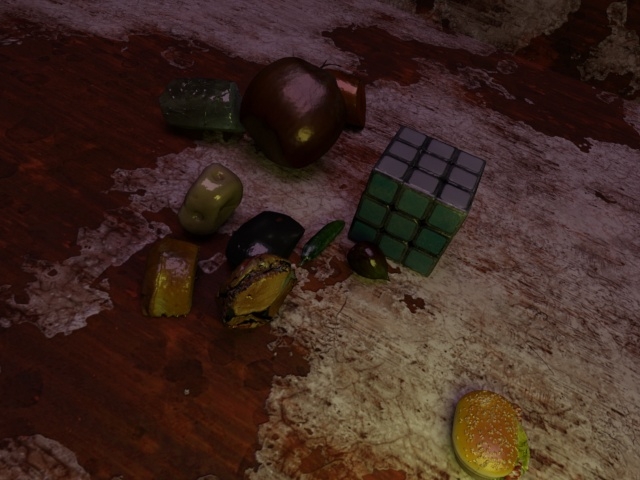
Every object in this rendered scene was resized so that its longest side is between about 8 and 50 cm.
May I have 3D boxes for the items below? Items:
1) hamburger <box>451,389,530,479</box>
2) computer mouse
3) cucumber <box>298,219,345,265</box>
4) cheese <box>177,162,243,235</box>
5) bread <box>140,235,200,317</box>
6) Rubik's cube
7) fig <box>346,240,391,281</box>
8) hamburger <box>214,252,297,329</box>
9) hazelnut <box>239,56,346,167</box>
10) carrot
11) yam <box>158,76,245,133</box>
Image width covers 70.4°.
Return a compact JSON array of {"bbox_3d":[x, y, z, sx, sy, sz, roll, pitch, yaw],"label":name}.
[{"bbox_3d":[0.393,0.452,1.055,0.173,0.116,0.210,20,46,8],"label":"hamburger"},{"bbox_3d":[-0.162,-0.008,1.354,0.168,0.087,0.295,23,44,11],"label":"computer mouse"},{"bbox_3d":[0.000,0.000,1.412,0.056,0.056,0.250,32,46,15],"label":"cucumber"},{"bbox_3d":[-0.321,-0.113,1.337,0.117,0.235,0.218,33,88,4],"label":"cheese"},{"bbox_3d":[-0.386,0.078,1.192,0.143,0.139,0.229,10,47,-17],"label":"bread"},{"bbox_3d":[0.304,-0.128,1.438,0.301,0.305,0.304,26,49,11],"label":"Rubik's cube"},{"bbox_3d":[0.154,0.072,1.363,0.155,0.103,0.109,44,2,-14],"label":"fig"},{"bbox_3d":[-0.163,0.126,1.139,0.231,0.231,0.107,-22,56,-30],"label":"hamburger"},{"bbox_3d":[-0.096,-0.442,1.598,0.366,0.366,0.366,7,47,-8],"label":"hazelnut"},{"bbox_3d":[0.048,-0.613,1.887,0.331,0.214,0.193,18,45,6],"label":"carrot"},{"bbox_3d":[-0.431,-0.496,1.663,0.271,0.201,0.202,-2,8,2],"label":"yam"}]
